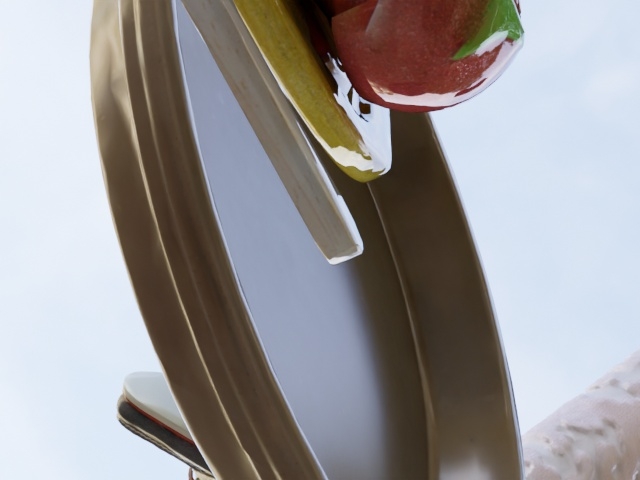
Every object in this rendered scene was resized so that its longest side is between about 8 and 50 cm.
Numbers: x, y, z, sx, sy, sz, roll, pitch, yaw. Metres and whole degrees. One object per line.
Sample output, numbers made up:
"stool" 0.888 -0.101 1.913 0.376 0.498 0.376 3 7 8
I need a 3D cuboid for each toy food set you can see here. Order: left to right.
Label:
"toy food set" 0.010 -0.084 0.394 0.071 0.218 0.128 -26 -75 9

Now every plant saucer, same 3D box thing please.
"plant saucer" 0.000 0.000 0.620 0.041 0.278 0.278 -18 -85 18

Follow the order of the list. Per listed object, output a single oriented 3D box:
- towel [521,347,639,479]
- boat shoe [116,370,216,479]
"towel" 0.167 0.218 1.049 0.053 0.332 0.317 10 -67 32
"boat shoe" -0.032 0.102 0.831 0.137 0.049 0.043 27 -65 -15
